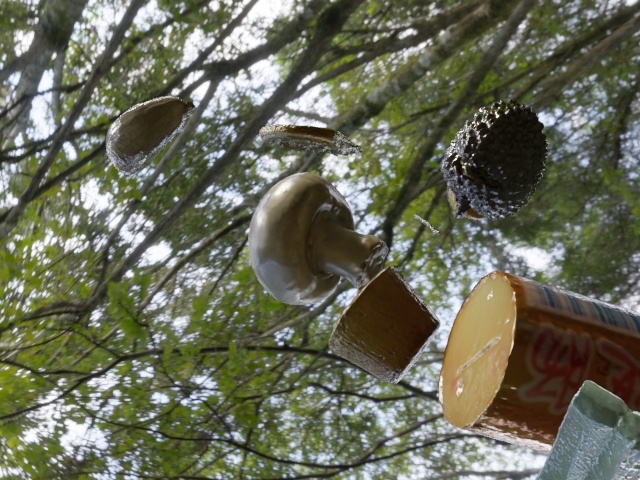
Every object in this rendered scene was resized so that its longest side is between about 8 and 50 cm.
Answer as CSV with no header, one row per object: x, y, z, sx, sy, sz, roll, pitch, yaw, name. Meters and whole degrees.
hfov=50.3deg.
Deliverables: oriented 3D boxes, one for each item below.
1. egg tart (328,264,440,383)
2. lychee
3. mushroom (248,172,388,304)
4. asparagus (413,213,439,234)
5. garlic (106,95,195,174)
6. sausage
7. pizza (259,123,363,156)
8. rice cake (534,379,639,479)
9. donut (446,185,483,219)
0.127,0.159,1.249,0.147,0.203,0.202,36,-119,15,egg tart
0.109,-0.049,0.434,0.068,0.083,0.067,21,-153,-27,lychee
0.000,0.000,1.487,0.297,0.290,0.298,-27,-59,-57,mushroom
0.262,-0.037,1.668,0.016,0.163,0.016,16,-76,-17,asparagus
-0.310,-0.183,1.183,0.087,0.195,0.101,51,-153,4,garlic
0.342,0.185,0.945,0.287,0.233,0.233,17,-110,-9,sausage
-0.014,-0.187,1.311,0.262,0.181,0.034,7,-89,-65,pizza
0.254,0.213,0.642,0.080,0.222,0.042,30,-125,25,rice cake
0.399,-0.121,1.742,0.151,0.058,0.152,-6,-67,-14,donut
